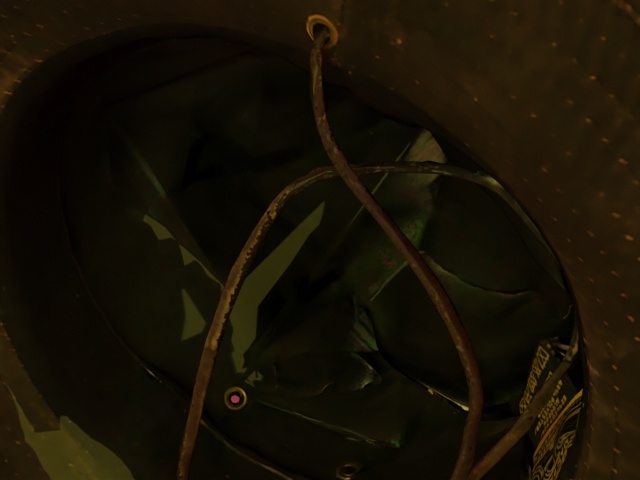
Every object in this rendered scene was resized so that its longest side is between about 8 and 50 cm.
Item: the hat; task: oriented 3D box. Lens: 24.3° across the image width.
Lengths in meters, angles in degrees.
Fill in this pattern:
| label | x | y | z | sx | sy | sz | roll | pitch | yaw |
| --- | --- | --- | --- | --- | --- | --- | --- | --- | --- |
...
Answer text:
| label | x | y | z | sx | sy | sz | roll | pitch | yaw |
| --- | --- | --- | --- | --- | --- | --- | --- | --- | --- |
| hat | 0.000 | 0.000 | 0.449 | 0.331 | 0.134 | 0.331 | 13 | 124 | 21 |
